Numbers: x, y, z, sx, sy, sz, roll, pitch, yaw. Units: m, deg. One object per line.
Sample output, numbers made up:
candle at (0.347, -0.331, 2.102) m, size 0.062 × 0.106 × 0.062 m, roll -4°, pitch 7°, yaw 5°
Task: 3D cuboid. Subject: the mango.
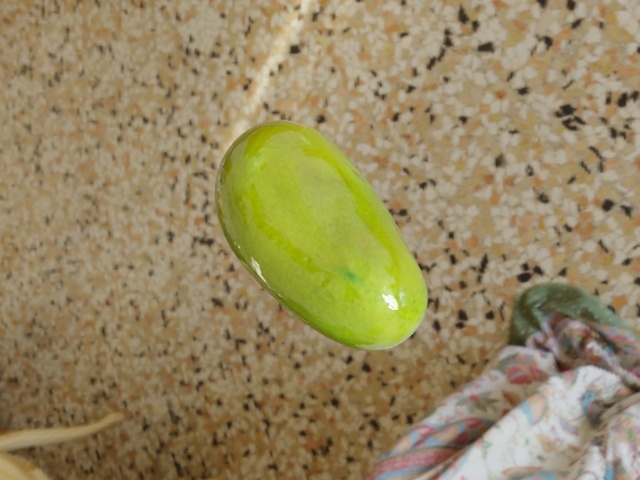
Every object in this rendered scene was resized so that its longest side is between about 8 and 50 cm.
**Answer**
mango at (0.001, 0.000, 0.903) m, size 0.149 × 0.185 × 0.273 m, roll -41°, pitch 70°, yaw 5°
